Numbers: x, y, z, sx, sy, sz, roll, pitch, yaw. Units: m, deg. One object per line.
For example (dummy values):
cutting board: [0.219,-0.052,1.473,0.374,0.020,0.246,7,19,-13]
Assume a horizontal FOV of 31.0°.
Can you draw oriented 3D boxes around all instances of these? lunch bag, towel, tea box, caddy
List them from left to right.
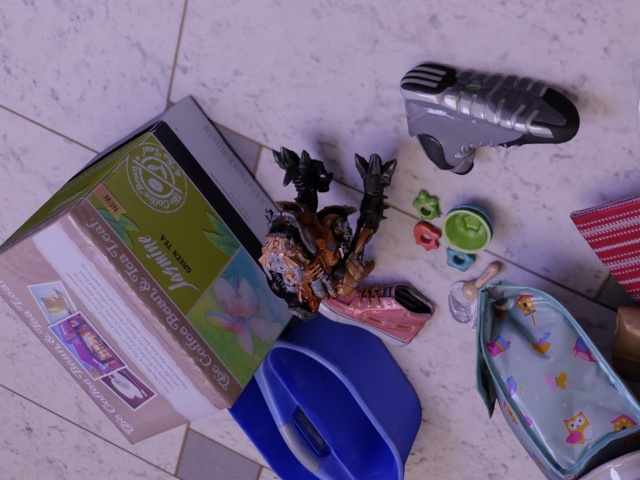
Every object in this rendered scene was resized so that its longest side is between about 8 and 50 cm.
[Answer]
tea box: [-0.222,0.040,1.592,0.220,0.323,0.329,-25,111,38]
caddy: [-0.002,0.259,1.741,0.241,0.179,0.341,-20,113,38]
lunch bag: [0.286,0.184,1.474,0.262,0.160,0.223,54,180,24]
towel: [0.455,0.039,1.396,0.199,0.031,0.275,-18,122,47]

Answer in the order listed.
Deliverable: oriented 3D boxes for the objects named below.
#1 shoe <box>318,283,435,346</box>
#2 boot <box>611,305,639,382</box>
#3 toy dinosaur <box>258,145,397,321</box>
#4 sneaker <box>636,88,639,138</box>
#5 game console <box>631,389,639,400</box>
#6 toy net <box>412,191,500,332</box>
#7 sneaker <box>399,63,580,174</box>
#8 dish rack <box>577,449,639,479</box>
shoe: [0.072,0.084,1.637,0.178,0.063,0.081,27,131,-15]
boot: [0.483,0.123,1.375,0.269,0.089,0.236,13,141,27]
toy dinosaur: [0.000,0.000,1.497,0.164,0.218,0.322,9,171,1]
sneaker: [0.404,-0.166,1.288,0.084,0.058,0.152,14,123,29]
game console: [0.431,0.251,1.600,0.361,0.044,0.213,-4,122,30]
toy net: [0.185,0.043,1.570,0.122,0.045,0.232,5,126,24]
sneaker: [0.206,-0.131,1.412,0.228,0.086,0.132,20,137,26]
dish rack: [0.409,0.328,1.448,0.333,0.285,0.072,122,134,-56]
